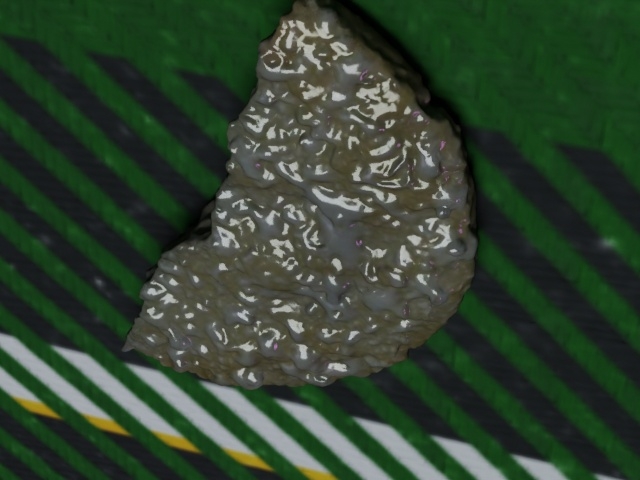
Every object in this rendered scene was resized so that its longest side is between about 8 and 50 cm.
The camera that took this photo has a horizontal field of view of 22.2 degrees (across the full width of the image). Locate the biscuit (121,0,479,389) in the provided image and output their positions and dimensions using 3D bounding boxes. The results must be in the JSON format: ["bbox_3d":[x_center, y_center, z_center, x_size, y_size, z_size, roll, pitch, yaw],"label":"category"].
[{"bbox_3d":[0.002,0.003,0.730,0.133,0.032,0.250,26,136,-5],"label":"biscuit"}]
